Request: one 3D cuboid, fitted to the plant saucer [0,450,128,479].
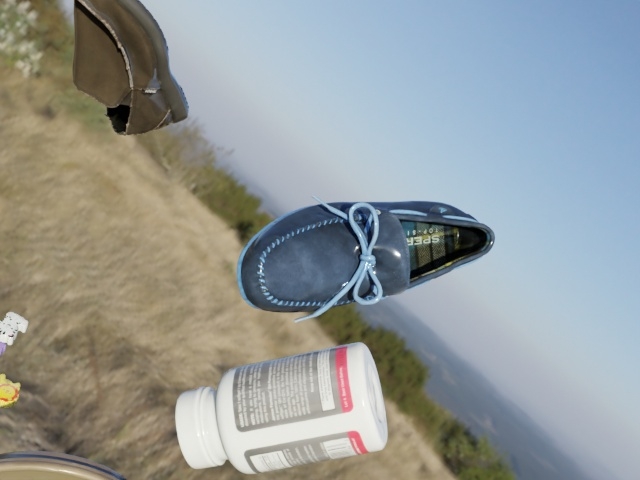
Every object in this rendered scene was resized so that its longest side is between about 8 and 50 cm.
[{"bbox_3d":[-0.349,0.351,1.229,0.278,0.278,0.041,42,32,-33],"label":"plant saucer"}]

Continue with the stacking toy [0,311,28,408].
[{"bbox_3d":[-0.563,0.152,1.502,0.221,0.167,0.052,28,38,10],"label":"stacking toy"}]

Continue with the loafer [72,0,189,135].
[{"bbox_3d":[-0.173,-0.150,0.804,0.080,0.078,0.220,48,-11,26],"label":"loafer"}]

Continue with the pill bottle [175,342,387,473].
[{"bbox_3d":[-0.063,0.279,1.542,0.176,0.319,0.176,-12,90,-81],"label":"pill bottle"}]

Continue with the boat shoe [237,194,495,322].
[{"bbox_3d":[0.048,0.001,0.843,0.089,0.258,0.109,5,-70,52],"label":"boat shoe"}]
